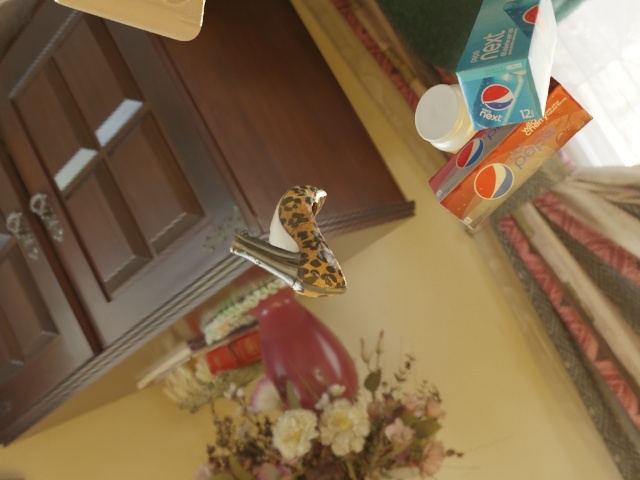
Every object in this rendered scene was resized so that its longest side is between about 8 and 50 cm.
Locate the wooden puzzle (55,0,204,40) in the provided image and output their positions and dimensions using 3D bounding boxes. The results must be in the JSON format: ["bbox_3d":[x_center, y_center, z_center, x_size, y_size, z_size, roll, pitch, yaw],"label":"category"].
[{"bbox_3d":[-0.340,-0.578,1.306,0.080,0.348,0.322,18,-169,37],"label":"wooden puzzle"}]

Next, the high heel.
[{"bbox_3d":[0.000,0.000,1.133,0.261,0.186,0.093,-42,153,-51],"label":"high heel"}]

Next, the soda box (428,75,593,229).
[{"bbox_3d":[0.305,-0.147,1.156,0.263,0.092,0.083,-46,-154,19],"label":"soda box"}]

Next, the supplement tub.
[{"bbox_3d":[0.319,-0.259,1.542,0.199,0.144,0.144,7,148,-40],"label":"supplement tub"}]

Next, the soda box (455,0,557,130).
[{"bbox_3d":[0.201,-0.200,0.740,0.071,0.067,0.210,-7,-144,28],"label":"soda box"}]
